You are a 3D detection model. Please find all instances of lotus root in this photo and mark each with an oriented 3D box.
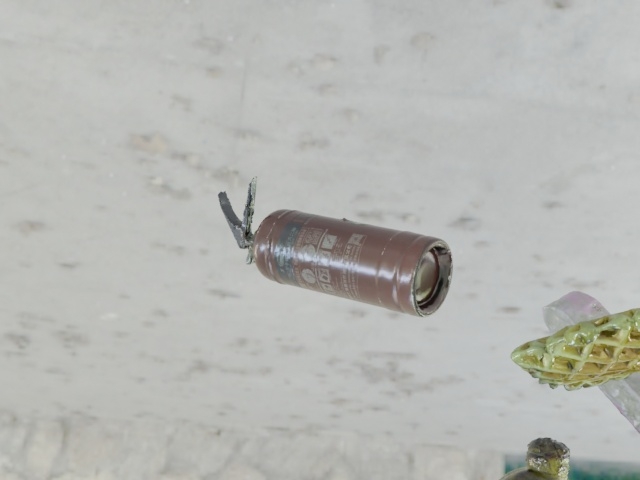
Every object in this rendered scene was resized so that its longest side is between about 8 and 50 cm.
[{"bbox_3d":[0.266,0.423,1.501,0.173,0.309,0.173,36,-174,-4],"label":"lotus root"}]

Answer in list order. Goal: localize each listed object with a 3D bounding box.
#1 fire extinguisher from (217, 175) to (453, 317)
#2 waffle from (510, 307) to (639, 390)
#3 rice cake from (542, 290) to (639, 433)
[{"bbox_3d":[0.000,0.000,1.370,0.344,0.138,0.102,13,-161,33],"label":"fire extinguisher"},{"bbox_3d":[0.343,0.124,1.210,0.208,0.054,0.214,-26,152,28],"label":"waffle"},{"bbox_3d":[0.445,0.219,1.371,0.070,0.399,0.064,-32,162,-32],"label":"rice cake"}]
